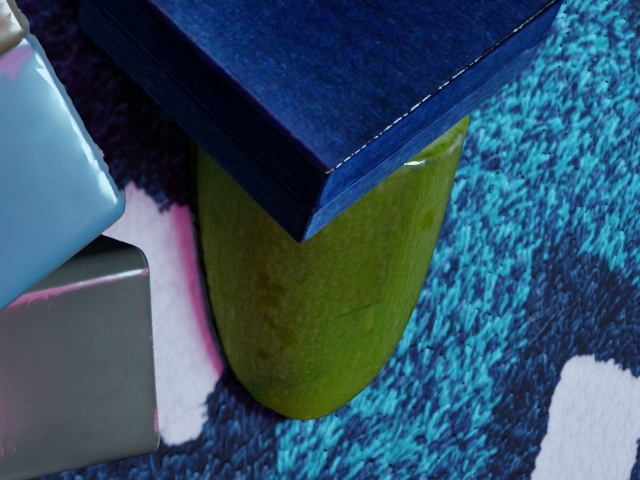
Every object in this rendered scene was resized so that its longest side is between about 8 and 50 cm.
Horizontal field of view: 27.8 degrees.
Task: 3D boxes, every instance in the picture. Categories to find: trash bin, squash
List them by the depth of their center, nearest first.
[{"bbox_3d":[-0.251,0.091,0.936,0.240,0.122,0.164,-9,105,-36],"label":"trash bin"},{"bbox_3d":[0.000,0.000,1.167,0.233,0.210,0.309,-19,139,-38],"label":"squash"}]

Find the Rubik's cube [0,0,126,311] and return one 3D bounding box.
[{"bbox_3d":[-0.372,-0.078,0.646,0.344,0.347,0.347,-41,122,-28],"label":"Rubik's cube"}]

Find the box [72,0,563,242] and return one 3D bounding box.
[{"bbox_3d":[-0.001,-0.180,0.997,0.279,0.261,0.116,-37,165,-29],"label":"box"}]
